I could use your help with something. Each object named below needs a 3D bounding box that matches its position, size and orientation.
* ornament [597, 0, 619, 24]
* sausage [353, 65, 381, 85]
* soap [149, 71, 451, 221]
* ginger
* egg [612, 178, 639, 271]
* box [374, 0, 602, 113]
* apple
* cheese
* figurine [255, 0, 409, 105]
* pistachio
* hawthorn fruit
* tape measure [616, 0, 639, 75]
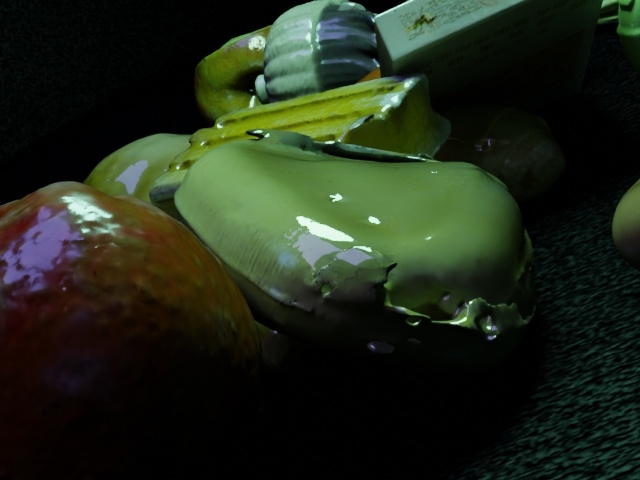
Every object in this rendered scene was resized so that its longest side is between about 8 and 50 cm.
[{"bbox_3d":[0.359,-0.293,1.906,0.180,0.059,0.201,-28,16,9],"label":"ornament"},{"bbox_3d":[0.128,-0.175,1.736,0.330,0.102,0.102,-33,13,12],"label":"sausage"},{"bbox_3d":[-0.020,-0.069,1.391,0.232,0.073,0.140,-8,32,40],"label":"soap"},{"bbox_3d":[0.002,-0.021,1.479,0.363,0.122,0.348,-44,29,-21],"label":"ginger"},{"bbox_3d":[0.239,-0.012,1.100,0.096,0.080,0.080,-15,19,42],"label":"egg"},{"bbox_3d":[0.156,-0.169,1.519,0.204,0.051,0.365,-25,-12,-1],"label":"box"},{"bbox_3d":[-0.072,-0.211,2.173,0.195,0.160,0.173,-22,19,12],"label":"apple"},{"bbox_3d":[0.039,0.010,1.161,0.259,0.128,0.316,-2,16,-16],"label":"cheese"},{"bbox_3d":[0.067,-0.211,1.899,0.204,0.185,0.332,-7,0,-35],"label":"figurine"},{"bbox_3d":[-0.151,-0.037,1.711,0.212,0.163,0.260,-36,3,31],"label":"pistachio"},{"bbox_3d":[-0.165,0.094,1.070,0.284,0.284,0.284,-25,15,7],"label":"hawthorn fruit"},{"bbox_3d":[0.334,-0.194,1.398,0.154,0.177,0.087,-39,14,2],"label":"tape measure"}]
